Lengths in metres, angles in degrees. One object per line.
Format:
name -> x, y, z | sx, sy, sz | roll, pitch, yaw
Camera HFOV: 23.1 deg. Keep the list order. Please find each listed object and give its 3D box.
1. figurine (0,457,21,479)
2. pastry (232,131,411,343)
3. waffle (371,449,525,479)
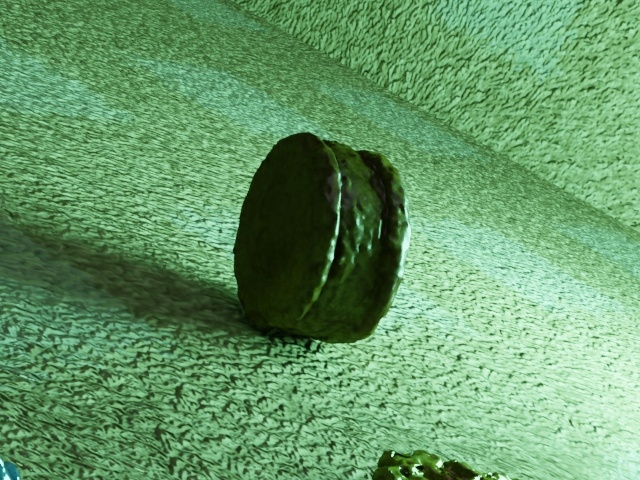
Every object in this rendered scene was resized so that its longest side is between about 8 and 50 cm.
figurine -> -0.145, 0.152, 0.782 | 0.114, 0.079, 0.114 | 50, 7, -8
pastry -> 0.000, 0.000, 1.360 | 0.103, 0.188, 0.189 | 11, 19, -26
waffle -> 0.154, 0.224, 1.090 | 0.245, 0.052, 0.254 | 17, 15, -23
